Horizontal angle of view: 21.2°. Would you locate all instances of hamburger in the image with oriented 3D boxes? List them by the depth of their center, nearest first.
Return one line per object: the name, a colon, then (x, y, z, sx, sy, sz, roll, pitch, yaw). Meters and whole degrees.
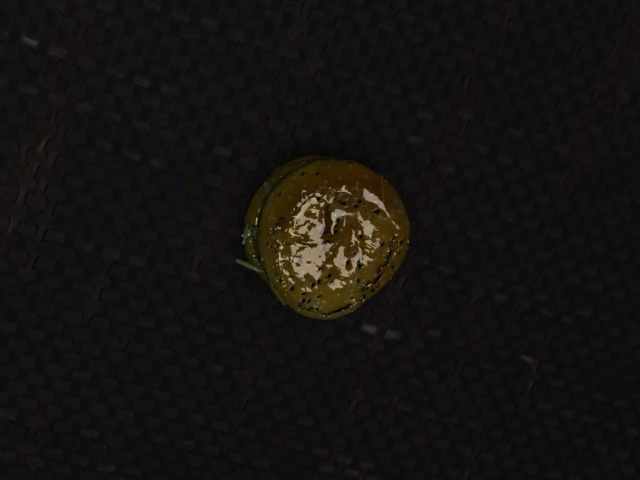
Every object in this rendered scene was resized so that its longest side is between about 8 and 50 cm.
hamburger: (0.000, 0.000, 1.832, 0.185, 0.113, 0.177, -17, 112, -12)
